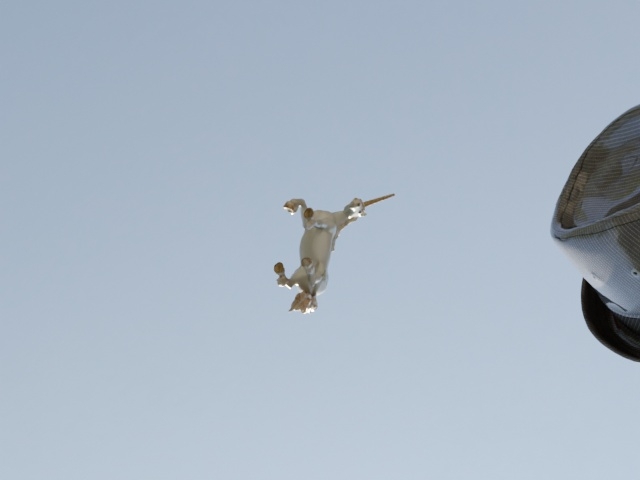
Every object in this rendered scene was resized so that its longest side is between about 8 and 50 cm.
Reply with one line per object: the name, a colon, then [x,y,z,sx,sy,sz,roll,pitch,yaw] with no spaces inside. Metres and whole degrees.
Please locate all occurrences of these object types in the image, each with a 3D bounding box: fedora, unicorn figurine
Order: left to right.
unicorn figurine: [0.000,0.000,1.270,0.060,0.111,0.162,23,-94,28]
fedora: [0.284,-0.028,0.965,0.124,0.275,0.243,37,-104,-21]
